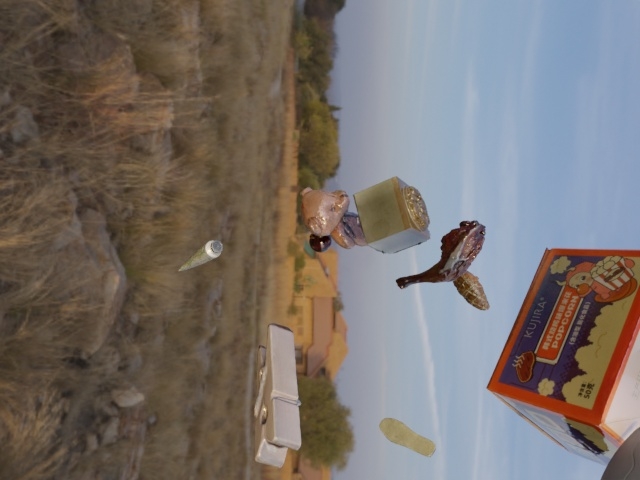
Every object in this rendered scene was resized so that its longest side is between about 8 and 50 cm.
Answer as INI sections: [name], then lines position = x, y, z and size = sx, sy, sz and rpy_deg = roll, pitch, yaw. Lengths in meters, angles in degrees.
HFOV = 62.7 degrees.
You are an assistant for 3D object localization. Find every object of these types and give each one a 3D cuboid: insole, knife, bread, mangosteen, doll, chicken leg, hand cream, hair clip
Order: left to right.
[hand cream]
position = -0.297, 0.039, 1.307
size = 0.067, 0.194, 0.042
rpy_deg = -41, 101, -38
[hair clip]
position = -0.094, 0.328, 1.155
size = 0.101, 0.085, 0.331
rpy_deg = -54, -156, 23
[mangosteen]
position = 0.000, 0.002, 1.809
size = 0.081, 0.081, 0.081
rpy_deg = 2, 90, -89
[doll]
position = 0.079, -0.080, 1.702
size = 0.156, 0.303, 0.201
rpy_deg = -49, -141, 35
[insole]
position = 0.240, 0.552, 1.475
size = 0.063, 0.192, 0.010
rpy_deg = -52, 128, -22
[chicken leg]
position = 0.461, 0.083, 1.973
size = 0.158, 0.407, 0.096
rpy_deg = 53, 23, 14
[bread]
position = 0.628, 0.200, 2.221
size = 0.233, 0.076, 0.105
rpy_deg = 56, -48, 24
[knife]
position = 0.419, 0.361, 0.727
size = 0.336, 0.081, 0.043
rpy_deg = -23, 78, -53

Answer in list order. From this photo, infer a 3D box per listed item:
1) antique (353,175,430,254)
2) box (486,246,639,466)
[antique]
position = 0.187, -0.061, 1.310
size = 0.152, 0.148, 0.146
rpy_deg = 20, 52, -57
[box]
position = 0.570, 0.238, 1.036
size = 0.348, 0.318, 0.257
rpy_deg = -60, -156, -16
